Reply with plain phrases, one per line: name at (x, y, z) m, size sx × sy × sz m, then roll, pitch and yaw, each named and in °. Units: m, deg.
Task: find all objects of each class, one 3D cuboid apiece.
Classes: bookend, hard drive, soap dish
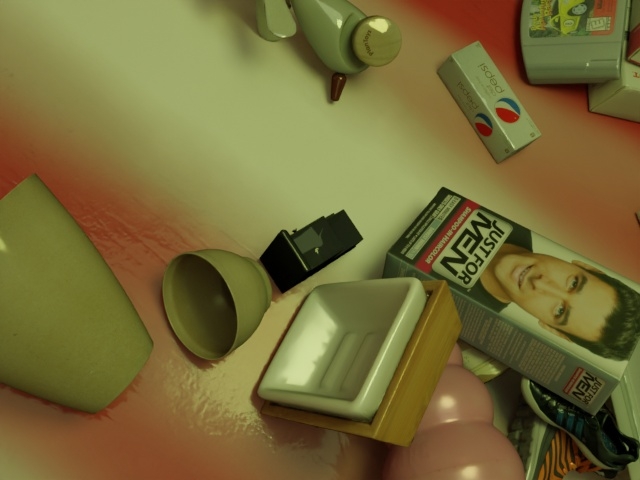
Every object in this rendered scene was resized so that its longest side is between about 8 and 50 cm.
bookend at (0.000, 0.000, 1.098) m, size 0.156 × 0.157 × 0.072 m, roll -32°, pitch 85°, yaw -22°
hard drive at (0.545, 0.301, 1.179) m, size 0.203 × 0.040 × 0.308 m, roll 9°, pitch 67°, yaw -50°
soap dish at (0.053, 0.172, 1.007) m, size 0.118 × 0.290 × 0.229 m, roll 40°, pitch 65°, yaw -24°

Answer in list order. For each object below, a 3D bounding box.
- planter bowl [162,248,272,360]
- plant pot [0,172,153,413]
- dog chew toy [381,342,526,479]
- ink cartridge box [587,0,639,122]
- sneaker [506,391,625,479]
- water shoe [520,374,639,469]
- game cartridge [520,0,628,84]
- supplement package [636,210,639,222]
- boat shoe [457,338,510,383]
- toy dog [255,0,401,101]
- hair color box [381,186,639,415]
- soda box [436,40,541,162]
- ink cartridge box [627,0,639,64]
planter bowl at (-0.142, 0.082, 1.045) m, size 0.109 × 0.162 × 0.162 m, roll -21°, pitch 80°, yaw -48°
plant pot at (-0.366, 0.096, 0.935) m, size 0.274 × 0.256 × 0.256 m, roll 44°, pitch 66°, yaw -17°
dog chew toy at (0.175, 0.278, 1.049) m, size 0.206 × 0.207 × 0.332 m, roll -1°, pitch 58°, yaw -17°
ink cartridge box at (0.656, -0.385, 1.430) m, size 0.196 × 0.114 × 0.273 m, roll 9°, pitch 70°, yaw -14°
sneaker at (0.387, 0.363, 1.121) m, size 0.180 × 0.124 × 0.321 m, roll 33°, pitch 68°, yaw -4°
water shoe at (0.398, 0.261, 1.067) m, size 0.203 × 0.080 × 0.073 m, roll 42°, pitch 56°, yaw -2°
game cartridge at (0.496, -0.447, 1.378) m, size 0.196 × 0.060 × 0.294 m, roll 3°, pitch 73°, yaw 29°
supplement package at (0.737, 0.001, 1.295) m, size 0.149 × 0.194 × 0.203 m, roll -11°, pitch 78°, yaw -21°
boat shoe at (0.348, 0.137, 1.189) m, size 0.302 × 0.109 × 0.098 m, roll -26°, pitch 76°, yaw -22°
toy dog at (-0.033, -0.359, 1.199) m, size 0.333 × 0.220 × 0.161 m, roll 27°, pitch 100°, yaw 1°
hair color box at (0.301, 0.083, 1.096) m, size 0.374 × 0.114 × 0.185 m, roll 30°, pitch 54°, yaw 19°
soda box at (0.314, -0.258, 1.316) m, size 0.073 × 0.069 × 0.216 m, roll -30°, pitch 83°, yaw -21°
ink cartridge box at (0.715, -0.450, 1.341) m, size 0.207 × 0.117 × 0.283 m, roll 18°, pitch 69°, yaw -11°
